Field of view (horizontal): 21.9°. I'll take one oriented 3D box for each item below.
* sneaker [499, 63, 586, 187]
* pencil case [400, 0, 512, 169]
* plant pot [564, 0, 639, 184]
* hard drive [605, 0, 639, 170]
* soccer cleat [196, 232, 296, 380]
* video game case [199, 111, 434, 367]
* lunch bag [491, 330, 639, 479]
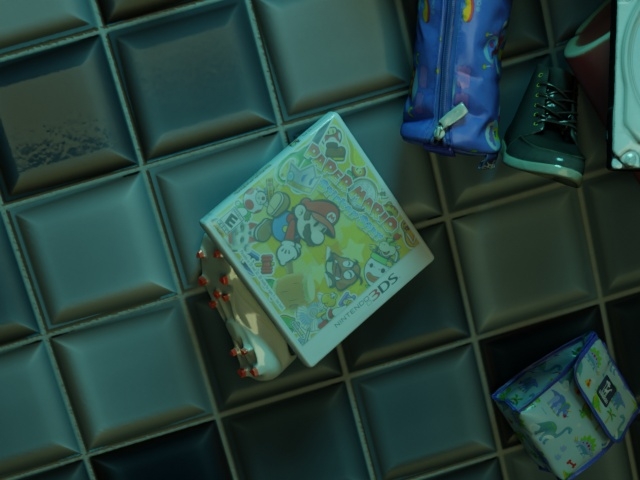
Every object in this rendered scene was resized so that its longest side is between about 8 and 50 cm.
[{"bbox_3d":[0.257,-0.134,1.863,0.083,0.222,0.118,17,101,-10],"label":"sneaker"},{"bbox_3d":[0.160,-0.237,1.855,0.119,0.133,0.306,9,108,13],"label":"pencil case"},{"bbox_3d":[0.424,-0.182,1.867,0.275,0.275,0.243,-42,100,6],"label":"plant pot"},{"bbox_3d":[0.420,-0.238,1.715,0.237,0.064,0.339,2,91,3],"label":"hard drive"},{"bbox_3d":[-0.087,0.072,1.958,0.076,0.068,0.196,-29,106,-35],"label":"soccer cleat"},{"bbox_3d":[0.000,0.000,1.932,0.206,0.026,0.227,-41,112,-14],"label":"video game case"},{"bbox_3d":[0.316,0.206,2.065,0.151,0.096,0.129,-37,110,-12],"label":"lunch bag"}]
